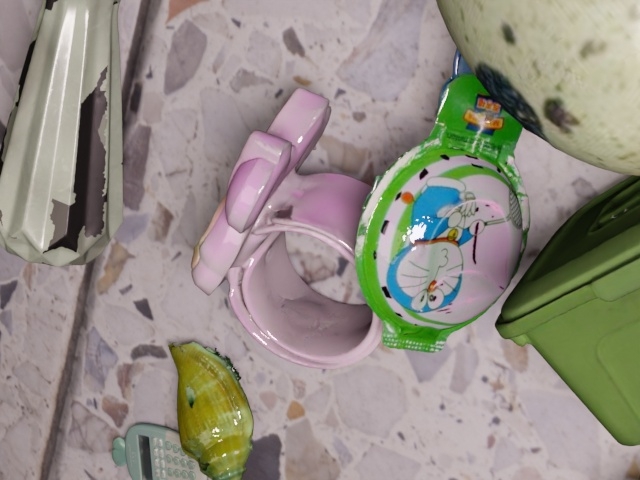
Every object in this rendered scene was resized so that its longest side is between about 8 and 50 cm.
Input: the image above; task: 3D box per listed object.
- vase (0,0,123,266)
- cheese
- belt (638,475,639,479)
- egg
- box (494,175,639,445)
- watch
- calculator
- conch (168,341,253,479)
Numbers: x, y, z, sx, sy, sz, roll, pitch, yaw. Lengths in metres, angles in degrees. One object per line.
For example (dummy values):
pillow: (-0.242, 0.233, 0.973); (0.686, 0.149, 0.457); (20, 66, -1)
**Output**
vase: (-0.294, -0.155, 1.414); (0.165, 0.165, 0.360); (22, 112, 27)
cheese: (0.130, -0.045, 1.146); (0.083, 0.204, 0.320); (31, 108, 56)
belt: (0.385, 0.295, 1.077); (0.295, 0.160, 0.206); (13, 111, 30)
egg: (0.227, -0.218, 0.928); (0.288, 0.288, 0.379); (-32, 49, 36)
box: (0.334, 0.017, 0.982); (0.329, 0.253, 0.177); (-35, 93, 37)
watch: (0.000, 0.000, 1.256); (0.217, 0.211, 0.248); (33, 130, 1)
calculator: (-0.209, 0.284, 1.562); (0.153, 0.021, 0.095); (7, 107, 32)
conch: (-0.127, 0.218, 1.461); (0.095, 0.079, 0.200); (-10, 90, 17)
